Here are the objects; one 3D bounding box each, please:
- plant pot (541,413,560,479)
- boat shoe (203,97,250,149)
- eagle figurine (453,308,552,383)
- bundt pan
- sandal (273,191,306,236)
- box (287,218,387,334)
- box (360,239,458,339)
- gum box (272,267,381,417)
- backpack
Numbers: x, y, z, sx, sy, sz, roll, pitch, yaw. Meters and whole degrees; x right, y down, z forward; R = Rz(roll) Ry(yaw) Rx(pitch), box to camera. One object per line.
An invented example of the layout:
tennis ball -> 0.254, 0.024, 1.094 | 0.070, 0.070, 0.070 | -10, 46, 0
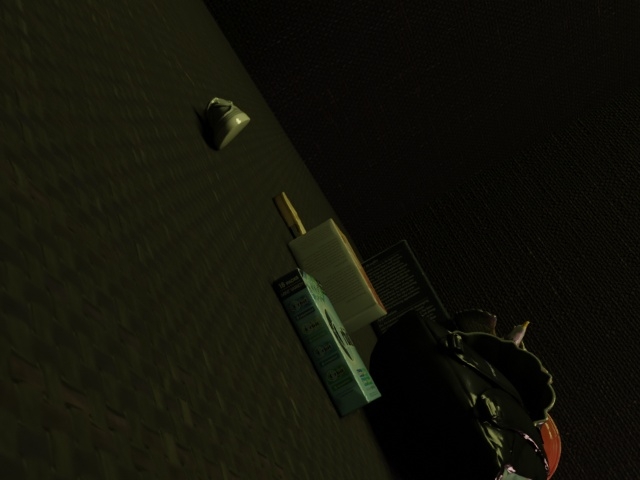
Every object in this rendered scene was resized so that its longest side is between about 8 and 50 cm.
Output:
plant pot -> 0.488, 0.539, 1.935 | 0.273, 0.272, 0.265 | 63, 12, 25
boat shoe -> -0.144, -0.183, 1.078 | 0.063, 0.066, 0.184 | 45, 10, -11
eagle figurine -> 0.490, 0.300, 1.993 | 0.226, 0.225, 0.298 | 13, 5, 41
bundt pan -> 0.317, 0.342, 1.530 | 0.331, 0.330, 0.124 | -113, -162, -55
sandal -> 0.000, 0.001, 1.419 | 0.240, 0.079, 0.088 | 60, 4, -9
box -> 0.031, 0.068, 1.269 | 0.171, 0.091, 0.130 | 62, 4, 17
box -> 0.281, 0.253, 2.177 | 0.293, 0.211, 0.396 | 55, 8, -51
gum box -> 0.012, 0.133, 0.944 | 0.184, 0.041, 0.157 | 61, 4, 13
backpack -> 0.234, 0.311, 1.172 | 0.355, 0.273, 0.290 | 20, 33, -44
